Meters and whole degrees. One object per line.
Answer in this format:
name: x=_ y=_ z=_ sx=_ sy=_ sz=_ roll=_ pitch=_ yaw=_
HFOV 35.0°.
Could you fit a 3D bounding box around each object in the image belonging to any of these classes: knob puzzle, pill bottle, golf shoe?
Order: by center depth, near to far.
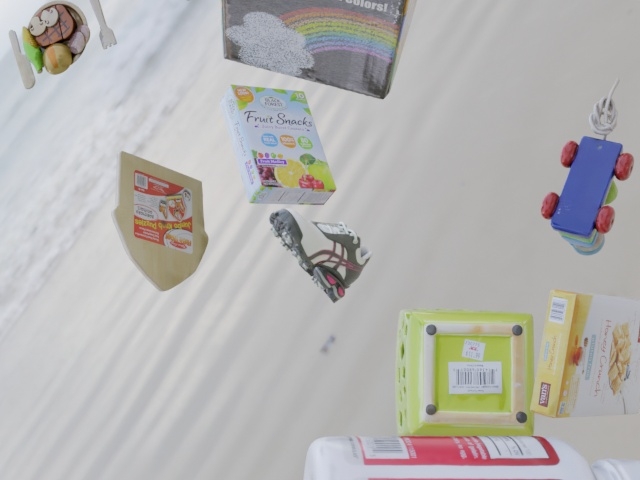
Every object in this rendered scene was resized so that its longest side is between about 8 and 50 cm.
pill bottle: x=0.188 y=0.346 z=1.195 sx=0.229 sy=0.407 sz=0.229 roll=-179 pitch=90 yaw=-84
knob puzzle: x=-0.242 y=-0.017 z=1.512 sx=0.030 sy=0.213 sz=0.213 roll=-16 pitch=37 yaw=34
golf shoe: x=0.000 y=0.000 z=1.798 sx=0.120 sy=0.273 sz=0.105 roll=-42 pitch=56 yaw=-1

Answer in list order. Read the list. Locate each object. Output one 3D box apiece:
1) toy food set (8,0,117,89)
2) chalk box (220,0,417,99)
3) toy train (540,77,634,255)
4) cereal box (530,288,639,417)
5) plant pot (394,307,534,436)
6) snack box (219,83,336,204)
toy food set: x=-0.459 y=-0.354 z=1.761 sx=0.192 sy=0.133 sz=0.038 roll=-24 pitch=-9 yaw=14
chalk box: x=0.011 y=-0.222 z=0.687 sx=0.213 sy=0.132 sz=0.132 roll=100 pitch=-174 yaw=-61
toy train: x=0.428 y=-0.105 z=1.550 sx=0.105 sy=0.143 sz=0.248 roll=17 pitch=77 yaw=26
cereal box: x=0.393 y=0.163 z=1.447 sx=0.047 sy=0.240 sz=0.173 roll=10 pitch=92 yaw=44
plant pot: x=0.239 y=0.219 z=1.652 sx=0.207 sy=0.228 sz=0.227 roll=76 pitch=-164 yaw=-82
snack box: x=-0.049 y=-0.109 z=1.157 sx=0.037 sy=0.100 sz=0.141 roll=-47 pitch=51 yaw=45
